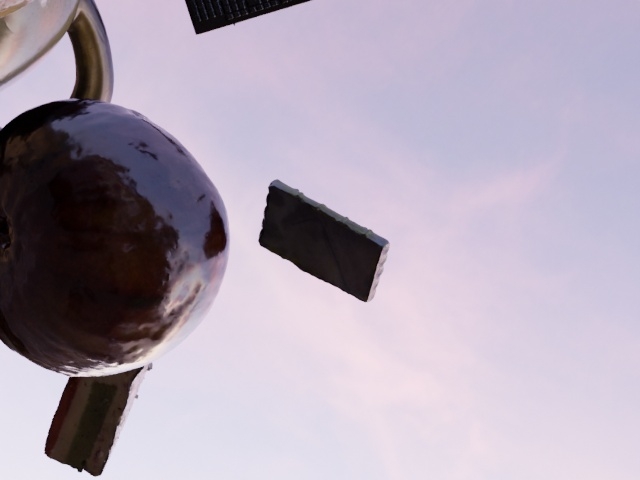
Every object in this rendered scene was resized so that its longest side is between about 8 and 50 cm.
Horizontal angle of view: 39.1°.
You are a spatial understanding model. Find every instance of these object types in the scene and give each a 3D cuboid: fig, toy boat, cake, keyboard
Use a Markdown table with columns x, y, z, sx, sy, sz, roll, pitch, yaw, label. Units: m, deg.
| x | y | z | sx | sy | sz | roll | pitch | yaw | label |
| --- | --- | --- | --- | --- | --- | --- | --- | --- | --- |
| -0.179 | -0.004 | 0.746 | 0.235 | 0.214 | 0.235 | 171 | -90 | -67 | fig |
| 0.000 | 0.000 | 0.725 | 0.115 | 0.016 | 0.063 | 29 | -55 | 23 | toy boat |
| -0.265 | 0.174 | 1.095 | 0.086 | 0.220 | 0.117 | 24 | -13 | 2 | cake |
| -0.058 | -0.293 | 1.038 | 0.198 | 0.010 | 0.063 | -19 | -81 | -6 | keyboard |

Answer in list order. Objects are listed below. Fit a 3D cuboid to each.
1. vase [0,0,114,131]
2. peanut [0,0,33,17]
| x | y | z | sx | sy | sz | roll | pitch | yaw | label |
| --- | --- | --- | --- | --- | --- | --- | --- | --- | --- |
| -0.344 | -0.190 | 0.860 | 0.329 | 0.302 | 0.241 | 32 | -9 | -38 | vase |
| -0.174 | -0.131 | 0.346 | 0.152 | 0.313 | 0.152 | 1 | -37 | 1 | peanut |
